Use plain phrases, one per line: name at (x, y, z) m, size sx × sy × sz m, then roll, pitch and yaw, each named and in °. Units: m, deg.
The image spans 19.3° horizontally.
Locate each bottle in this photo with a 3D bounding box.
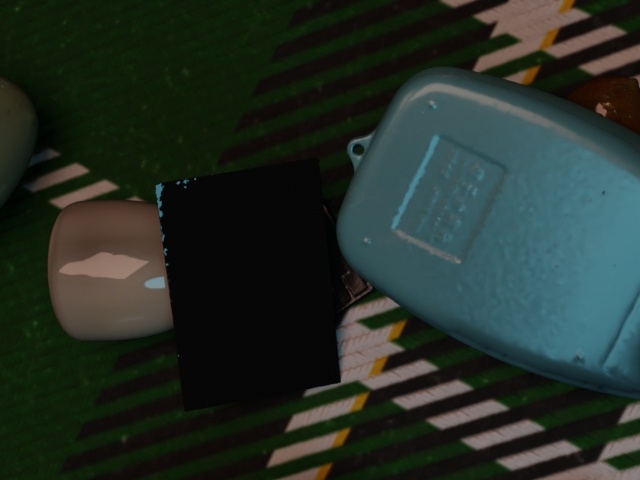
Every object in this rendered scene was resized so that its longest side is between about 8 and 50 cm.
bottle at (-0.150, 0.029, 1.946) m, size 0.236 × 0.147 × 0.148 m, roll -2°, pitch 83°, yaw 12°

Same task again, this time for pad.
pad at (-0.068, 0.046, 1.881) m, size 0.170 × 0.006 × 0.246 m, roll -10°, pitch 109°, yaw -11°

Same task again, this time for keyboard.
keyboard at (0.000, 0.000, 1.958) m, size 0.053 × 0.010 × 0.155 m, roll -33°, pitch 73°, yaw 13°

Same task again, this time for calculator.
calculator at (0.199, -0.007, 1.775) m, size 0.386 × 0.054 × 0.256 m, roll 26°, pitch 107°, yaw 3°

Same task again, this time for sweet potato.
sweet potato at (0.222, -0.042, 1.837) m, size 0.097 × 0.097 × 0.292 m, roll 43°, pitch 107°, yaw 20°

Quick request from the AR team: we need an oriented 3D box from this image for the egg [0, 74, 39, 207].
egg at (-0.441, -0.088, 2.026) m, size 0.295 × 0.218 × 0.218 m, roll -18°, pitch 77°, yaw 7°
